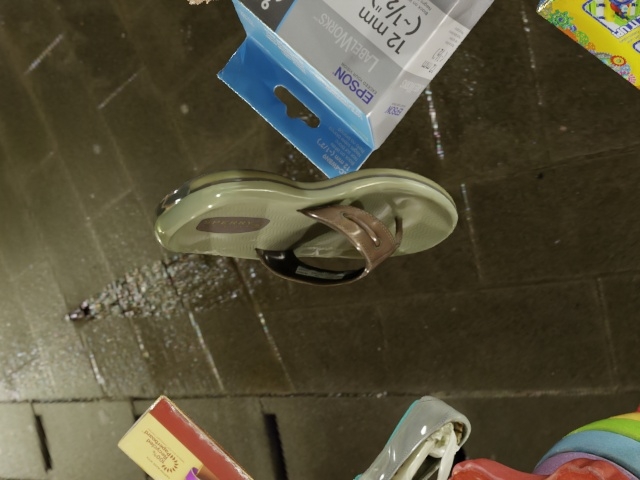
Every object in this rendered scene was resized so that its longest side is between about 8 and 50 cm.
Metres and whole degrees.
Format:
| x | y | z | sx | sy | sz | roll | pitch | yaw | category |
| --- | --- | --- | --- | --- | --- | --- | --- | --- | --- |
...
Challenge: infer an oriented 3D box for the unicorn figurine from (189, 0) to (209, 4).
| x | y | z | sx | sy | sz | roll | pitch | yaw | category |
| --- | --- | --- | --- | --- | --- | --- | --- | --- | --- |
| -0.141 | -0.378 | 0.969 | 0.111 | 0.162 | 0.060 | 2 | 64 | 5 | unicorn figurine |

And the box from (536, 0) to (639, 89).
| x | y | z | sx | sy | sz | roll | pitch | yaw | category |
| --- | --- | --- | --- | --- | --- | --- | --- | --- | --- |
| 0.426 | -0.306 | 0.790 | 0.279 | 0.290 | 0.177 | 32 | 158 | -13 | box |

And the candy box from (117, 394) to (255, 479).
| x | y | z | sx | sy | sz | roll | pitch | yaw | category |
| --- | --- | --- | --- | --- | --- | --- | --- | --- | --- |
| -0.111 | 0.184 | 0.638 | 0.109 | 0.053 | 0.186 | 44 | 162 | -1 | candy box |

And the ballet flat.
| x | y | z | sx | sy | sz | roll | pitch | yaw | category |
| --- | --- | --- | --- | --- | --- | --- | --- | --- | --- |
| 0.069 | 0.235 | 0.708 | 0.068 | 0.213 | 0.072 | 21 | 144 | 37 | ballet flat |

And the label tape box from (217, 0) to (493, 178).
| x | y | z | sx | sy | sz | roll | pitch | yaw | category |
| --- | --- | --- | --- | --- | --- | --- | --- | --- | --- |
| 0.026 | -0.271 | 0.921 | 0.249 | 0.115 | 0.348 | 44 | 109 | 14 | label tape box |

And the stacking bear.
| x | y | z | sx | sy | sz | roll | pitch | yaw | category |
| --- | --- | --- | --- | --- | --- | --- | --- | --- | --- |
| 0.281 | 0.215 | 0.658 | 0.175 | 0.288 | 0.164 | -22 | 86 | 52 | stacking bear |

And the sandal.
| x | y | z | sx | sy | sz | roll | pitch | yaw | category |
| --- | --- | --- | --- | --- | --- | --- | --- | --- | --- |
| -0.002 | 0.001 | 0.679 | 0.120 | 0.302 | 0.086 | -54 | 50 | 43 | sandal |
